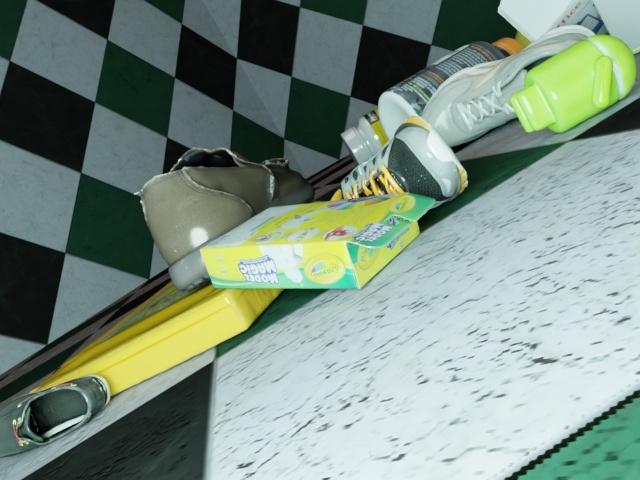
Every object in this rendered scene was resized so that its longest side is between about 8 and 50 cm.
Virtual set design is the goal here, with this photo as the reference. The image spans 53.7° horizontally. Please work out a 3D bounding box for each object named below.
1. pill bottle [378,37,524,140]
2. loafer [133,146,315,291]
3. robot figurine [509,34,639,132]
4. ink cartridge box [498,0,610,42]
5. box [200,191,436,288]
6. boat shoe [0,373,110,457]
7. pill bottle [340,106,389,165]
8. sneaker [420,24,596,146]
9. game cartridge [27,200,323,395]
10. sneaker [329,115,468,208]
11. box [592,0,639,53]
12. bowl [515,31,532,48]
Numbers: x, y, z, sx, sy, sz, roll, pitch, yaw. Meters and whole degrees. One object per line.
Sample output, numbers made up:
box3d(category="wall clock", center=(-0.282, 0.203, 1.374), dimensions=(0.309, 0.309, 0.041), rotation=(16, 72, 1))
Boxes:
box3d(category="pill bottle", center=(0.226, -0.239, 1.033), dimensions=(0.245, 0.130, 0.130), rotation=(-32, 7, -14))
box3d(category="loafer", center=(-0.100, -0.062, 0.748), dimensions=(0.134, 0.130, 0.366), rotation=(-30, 9, 11))
box3d(category="robot figurine", center=(0.238, -0.145, 0.588), dimensions=(0.115, 0.067, 0.101), rotation=(-30, 2, 5))
box3d(category="ink cartridge box", center=(0.379, -0.357, 0.920), dimensions=(0.212, 0.093, 0.154), rotation=(-4, -40, -47))
box3d(category="box", center=(0.000, 0.000, 0.525), dimensions=(0.179, 0.043, 0.105), rotation=(-5, 21, 39))
box3d(category="boat shoe", center=(-0.254, 0.160, 0.565), dimensions=(0.133, 0.049, 0.042), rotation=(-25, 0, 7))
box3d(category="pill bottle", center=(0.158, -0.247, 1.411), dimensions=(0.208, 0.119, 0.119), rotation=(-31, 7, 2))
box3d(category="sneaker", center=(0.242, -0.198, 0.845), dimensions=(0.262, 0.099, 0.121), rotation=(-28, 12, 27))
box3d(category="game cartridge", center=(-0.143, 0.069, 0.731), dimensions=(0.285, 0.053, 0.324), rotation=(-28, 7, 22))
box3d(category="sneaker", center=(0.066, -0.048, 0.606), dimensions=(0.083, 0.084, 0.215), rotation=(-36, -1, -17))
box3d(category="box", center=(0.419, -0.303, 0.795), dimensions=(0.087, 0.101, 0.102), rotation=(-32, 7, -5))
box3d(category="bowl", center=(0.463, -0.409, 1.141), dimensions=(0.289, 0.156, 0.289), rotation=(-31, 8, 4))
